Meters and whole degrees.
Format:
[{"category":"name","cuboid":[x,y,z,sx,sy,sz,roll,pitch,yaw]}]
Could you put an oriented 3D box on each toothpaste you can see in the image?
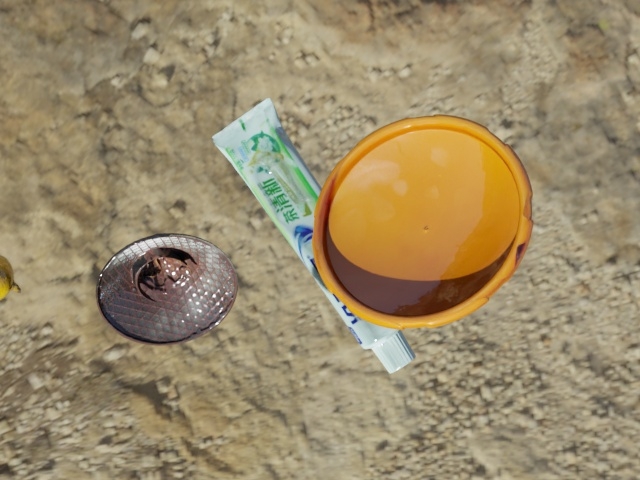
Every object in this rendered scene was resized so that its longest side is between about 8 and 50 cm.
[{"category":"toothpaste","cuboid":[0.000,0.000,1.144,0.074,0.048,0.297,-34,88,18]}]

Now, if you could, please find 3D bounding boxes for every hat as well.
[{"category":"hat","cuboid":[-0.213,0.048,1.576,0.193,0.193,0.082,9,32,-21]}]

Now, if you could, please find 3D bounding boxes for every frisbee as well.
[{"category":"frisbee","cuboid":[0.085,-0.014,0.962,0.192,0.035,0.192,-8,66,20]}]

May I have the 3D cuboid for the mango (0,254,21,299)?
[{"category":"mango","cuboid":[-0.456,0.035,1.400,0.187,0.101,0.066,17,100,-26]}]
